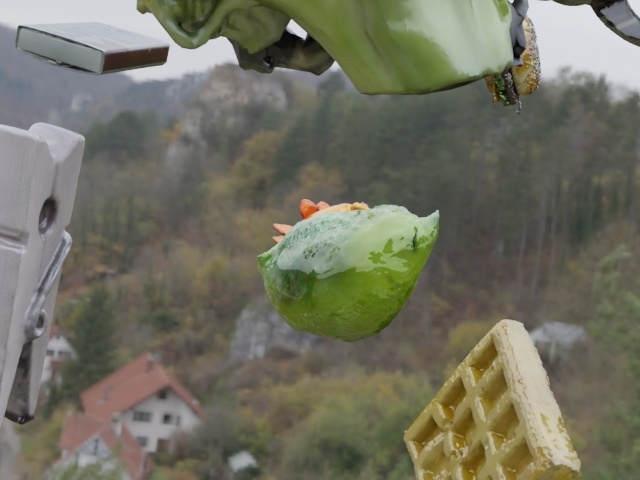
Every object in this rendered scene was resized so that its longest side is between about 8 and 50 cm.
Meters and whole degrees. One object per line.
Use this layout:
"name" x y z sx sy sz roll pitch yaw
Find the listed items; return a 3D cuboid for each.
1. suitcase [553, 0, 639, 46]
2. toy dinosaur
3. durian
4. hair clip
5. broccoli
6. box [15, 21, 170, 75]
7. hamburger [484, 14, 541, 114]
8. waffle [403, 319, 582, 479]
"suitcase" 0.280 -0.323 0.890 0.351 0.339 0.194 -23 13 -27
"toy dinosaur" 0.000 0.000 1.336 0.117 0.070 0.288 11 23 14
"durian" 0.022 0.031 1.098 0.101 0.139 0.250 11 -8 -32
"hair clip" -0.314 0.045 1.124 0.085 0.330 0.101 19 13 21
"broccoli" 0.010 -0.228 0.650 0.324 0.272 0.334 12 14 29
"box" -0.269 -0.233 1.313 0.115 0.036 0.177 19 18 13
"hamburger" 0.311 -0.311 1.796 0.093 0.189 0.164 -10 28 15
"waffle" 0.193 0.244 1.279 0.055 0.221 0.248 20 31 -22
